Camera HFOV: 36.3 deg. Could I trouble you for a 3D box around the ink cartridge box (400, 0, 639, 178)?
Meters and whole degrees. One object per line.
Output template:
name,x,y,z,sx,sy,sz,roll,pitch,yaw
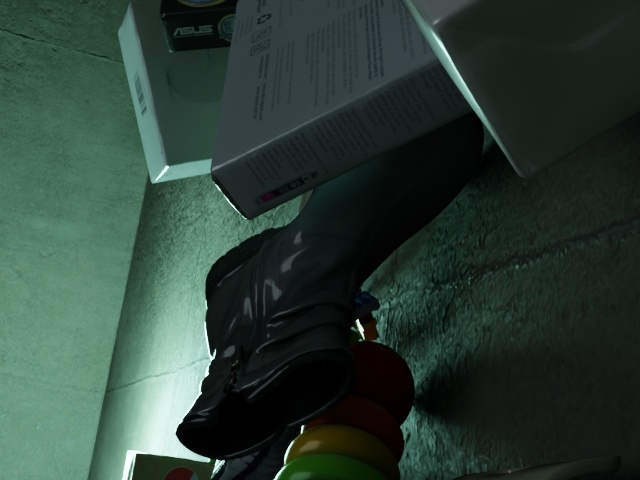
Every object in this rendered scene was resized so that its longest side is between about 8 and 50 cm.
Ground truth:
ink cartridge box,0.141,-0.214,0.639,0.207,0.119,0.353,-32,32,12

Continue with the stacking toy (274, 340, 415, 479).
stacking toy,0.010,0.203,0.782,0.330,0.141,0.141,-72,8,-50

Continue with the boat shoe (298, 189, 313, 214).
boat shoe,0.000,0.000,1.183,0.065,0.075,0.206,-31,-33,-49

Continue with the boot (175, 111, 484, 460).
boot,0.019,0.038,0.827,0.338,0.118,0.223,-45,23,25

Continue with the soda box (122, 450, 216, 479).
soda box,-0.143,0.295,1.169,0.058,0.181,0.061,156,125,-68

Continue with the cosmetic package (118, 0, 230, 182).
cosmetic package,-0.140,-0.216,1.352,0.138,0.224,0.224,159,98,-71

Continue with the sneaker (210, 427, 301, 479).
sneaker,-0.028,0.199,0.986,0.224,0.098,0.083,-54,14,46

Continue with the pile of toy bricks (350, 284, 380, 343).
pile of toy bricks,0.007,0.096,1.025,0.212,0.118,0.105,29,141,63

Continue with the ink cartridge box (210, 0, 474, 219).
ink cartridge box,0.065,-0.196,0.866,0.330,0.071,0.324,-23,34,18

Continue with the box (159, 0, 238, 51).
box,-0.060,-0.338,1.240,0.060,0.270,0.216,82,-176,-48

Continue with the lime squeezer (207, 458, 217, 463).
lime squeezer,-0.113,0.307,1.311,0.110,0.059,0.310,30,106,40

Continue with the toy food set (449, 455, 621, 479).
toy food set,0.114,0.286,0.585,0.220,0.092,0.306,122,158,-73
